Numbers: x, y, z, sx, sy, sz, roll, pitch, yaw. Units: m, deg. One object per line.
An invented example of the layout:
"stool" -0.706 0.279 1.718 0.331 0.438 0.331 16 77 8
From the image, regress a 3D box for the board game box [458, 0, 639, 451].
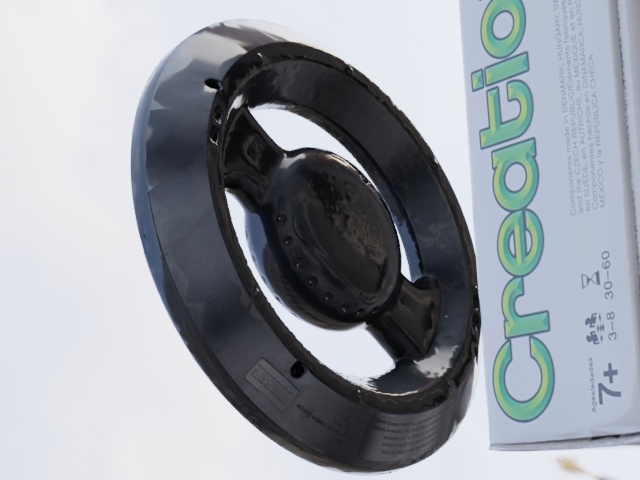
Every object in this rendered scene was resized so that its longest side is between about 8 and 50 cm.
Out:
"board game box" 0.118 -0.104 0.404 0.193 0.053 0.305 4 -102 -34

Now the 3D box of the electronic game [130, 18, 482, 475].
"electronic game" 0.000 0.000 0.813 0.229 0.048 0.229 29 -133 -37
